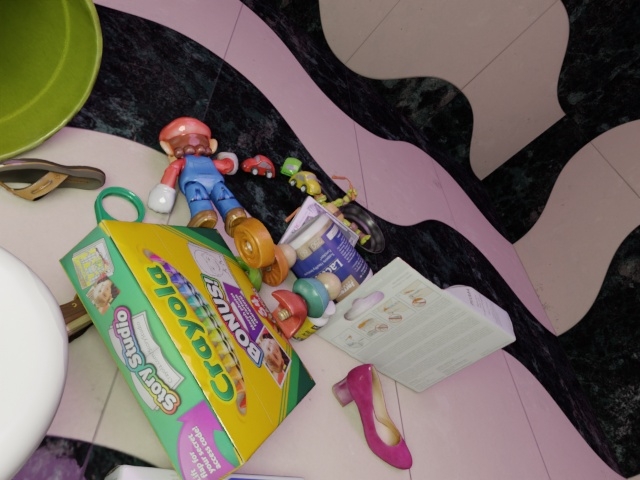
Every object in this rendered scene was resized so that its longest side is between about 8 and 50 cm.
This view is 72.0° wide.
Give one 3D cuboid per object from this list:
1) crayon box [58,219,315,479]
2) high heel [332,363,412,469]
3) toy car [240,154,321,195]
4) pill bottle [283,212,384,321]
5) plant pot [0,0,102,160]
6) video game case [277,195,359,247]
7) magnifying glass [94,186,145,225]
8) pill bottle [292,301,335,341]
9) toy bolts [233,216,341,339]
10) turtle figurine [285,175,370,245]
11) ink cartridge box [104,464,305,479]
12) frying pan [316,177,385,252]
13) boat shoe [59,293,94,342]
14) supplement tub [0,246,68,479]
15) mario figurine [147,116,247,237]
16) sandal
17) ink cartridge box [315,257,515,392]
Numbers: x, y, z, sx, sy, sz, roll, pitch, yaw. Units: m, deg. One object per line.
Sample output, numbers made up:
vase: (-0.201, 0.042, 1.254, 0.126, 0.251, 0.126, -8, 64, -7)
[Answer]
crayon box: (-0.183, 0.146, 0.708, 0.363, 0.106, 0.313, 55, 11, 9)
high heel: (0.139, 0.374, 0.938, 0.244, 0.117, 0.082, 52, 31, 7)
toy car: (-0.096, -0.210, 1.298, 0.238, 0.053, 0.225, 20, 20, 1)
pill bottle: (0.034, 0.077, 1.090, 0.265, 0.153, 0.153, 50, 31, -9)
plant pot: (-0.604, -0.363, 0.657, 0.353, 0.367, 0.366, 41, 30, 12)
video game case: (0.000, 0.000, 1.196, 0.190, 0.022, 0.173, 39, 60, -16)
magnifying glass: (-0.386, -0.016, 0.812, 0.092, 0.026, 0.231, 29, 34, -29)
pill bottle: (-0.022, 0.168, 0.964, 0.065, 0.116, 0.065, 31, 35, -25)
toy bolts: (-0.062, 0.054, 0.889, 0.158, 0.218, 0.228, -28, 60, -37)
turtle figurine: (0.032, -0.055, 1.301, 0.269, 0.087, 0.217, -36, 89, -34)
ink cartridge box: (-0.136, 0.463, 0.555, 0.303, 0.072, 0.308, 26, 40, -34)
frying pan: (0.081, -0.062, 1.407, 0.326, 0.053, 0.197, 28, 37, -27)
boat shoe: (-0.352, 0.096, 0.688, 0.060, 0.064, 0.178, 50, 34, 0)
supplement tub: (-0.373, 0.155, 0.347, 0.235, 0.325, 0.236, 31, 35, -25)
mario figurine: (-0.274, -0.130, 0.988, 0.198, 0.170, 0.321, 32, 27, -58)
sandal: (-0.474, -0.096, 0.752, 0.219, 0.089, 0.060, -1, 78, -60)
ink cartridge box: (0.209, 0.194, 1.039, 0.384, 0.308, 0.091, 34, 34, -21)
